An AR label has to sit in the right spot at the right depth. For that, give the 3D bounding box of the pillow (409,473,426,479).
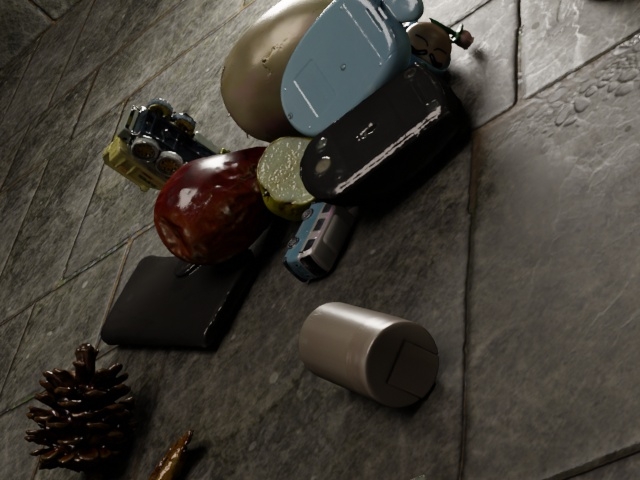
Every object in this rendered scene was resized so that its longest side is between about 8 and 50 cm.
[{"bbox_3d":[0.071,0.379,1.308,0.144,0.078,0.254,-36,30,25],"label":"pillow"}]

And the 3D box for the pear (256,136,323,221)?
[{"bbox_3d":[-0.034,-0.096,2.015,0.141,0.141,0.104,-59,-14,-17],"label":"pear"}]

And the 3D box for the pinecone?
[{"bbox_3d":[-0.388,0.280,2.022,0.185,0.168,0.212,-13,57,30],"label":"pinecone"}]

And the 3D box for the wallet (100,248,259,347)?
[{"bbox_3d":[-0.248,0.102,2.163,0.377,0.051,0.197,-3,51,53],"label":"wallet"}]

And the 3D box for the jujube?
[{"bbox_3d":[-0.157,-0.065,2.084,0.255,0.190,0.190,-28,14,-33],"label":"jujube"}]

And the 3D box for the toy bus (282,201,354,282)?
[{"bbox_3d":[0.000,0.000,1.911,0.075,0.060,0.123,-10,45,47],"label":"toy bus"}]

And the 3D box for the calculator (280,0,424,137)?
[{"bbox_3d":[0.047,-0.293,1.979,0.303,0.042,0.188,-47,60,27],"label":"calculator"}]

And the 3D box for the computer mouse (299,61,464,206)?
[{"bbox_3d":[0.099,-0.142,1.892,0.269,0.100,0.170,-36,42,11],"label":"computer mouse"}]

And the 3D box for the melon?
[{"bbox_3d":[-0.037,-0.305,2.174,0.317,0.223,0.223,-40,29,17],"label":"melon"}]

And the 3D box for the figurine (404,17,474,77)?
[{"bbox_3d":[0.169,-0.322,2.019,0.144,0.114,0.178,-40,20,24],"label":"figurine"}]

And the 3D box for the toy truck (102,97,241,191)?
[{"bbox_3d":[-0.259,-0.127,2.232,0.157,0.272,0.124,-34,32,42],"label":"toy truck"}]

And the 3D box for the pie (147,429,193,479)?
[{"bbox_3d":[-0.243,0.362,1.850,0.191,0.033,0.088,-55,12,-6],"label":"pie"}]

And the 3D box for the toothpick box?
[{"bbox_3d":[0.059,0.143,1.587,0.111,0.111,0.180,-56,27,-12],"label":"toothpick box"}]
